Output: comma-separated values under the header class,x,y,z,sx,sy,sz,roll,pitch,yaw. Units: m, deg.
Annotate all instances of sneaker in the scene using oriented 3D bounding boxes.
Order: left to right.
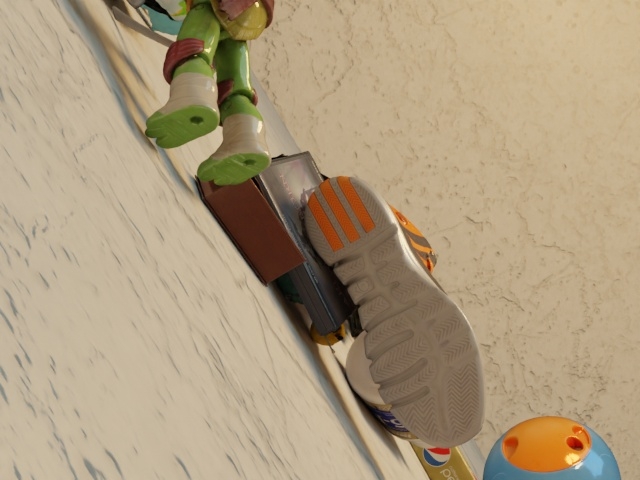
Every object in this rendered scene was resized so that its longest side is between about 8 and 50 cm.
class,x,y,z,sx,sy,sz,roll,pitch,yaw
sneaker,0.105,0.070,1.307,0.321,0.125,0.180,66,15,8

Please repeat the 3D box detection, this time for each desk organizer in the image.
class,x,y,z,sx,sy,sz,roll,pitch,yaw
desk organizer,-0.069,-0.020,1.165,0.130,0.050,0.047,57,5,-36

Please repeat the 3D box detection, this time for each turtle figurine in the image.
class,x,y,z,sx,sy,sz,roll,pitch,yaw
turtle figurine,-0.145,-0.188,1.110,0.198,0.275,0.266,100,-15,-61

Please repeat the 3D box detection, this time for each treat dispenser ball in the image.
class,x,y,z,sx,sy,sz,roll,pitch,yaw
treat dispenser ball,0.485,0.513,2.444,0.288,0.288,0.288,59,4,-7

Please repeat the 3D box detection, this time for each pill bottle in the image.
class,x,y,z,sx,sy,sz,roll,pitch,yaw
pill bottle,0.113,0.188,1.464,0.186,0.112,0.112,54,6,-50

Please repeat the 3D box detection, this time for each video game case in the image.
class,x,y,z,sx,sy,sz,roll,pitch,yaw
video game case,-0.007,-0.006,1.348,0.196,0.026,0.274,63,13,-1

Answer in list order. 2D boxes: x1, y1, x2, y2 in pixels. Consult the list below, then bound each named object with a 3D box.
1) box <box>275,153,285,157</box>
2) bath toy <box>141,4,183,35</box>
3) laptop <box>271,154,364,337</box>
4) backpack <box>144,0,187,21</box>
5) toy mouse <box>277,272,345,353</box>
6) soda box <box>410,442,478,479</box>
class,x,y,z,sx,sy,sz,roll,pitch,yaw
box,-0.020,-0.029,1.900,0.190,0.045,0.184,58,3,-27
bath toy,-0.240,-0.426,1.593,0.348,0.129,0.151,-114,-143,-45
laptop,0.000,0.000,1.715,0.234,0.137,0.264,-23,105,-72
backpack,-0.198,-0.416,1.297,0.290,0.273,0.355,-124,-167,-74
toy mouse,-0.018,0.054,1.327,0.143,0.031,0.161,61,14,-3
soda box,0.188,0.336,1.707,0.181,0.058,0.061,61,4,19
